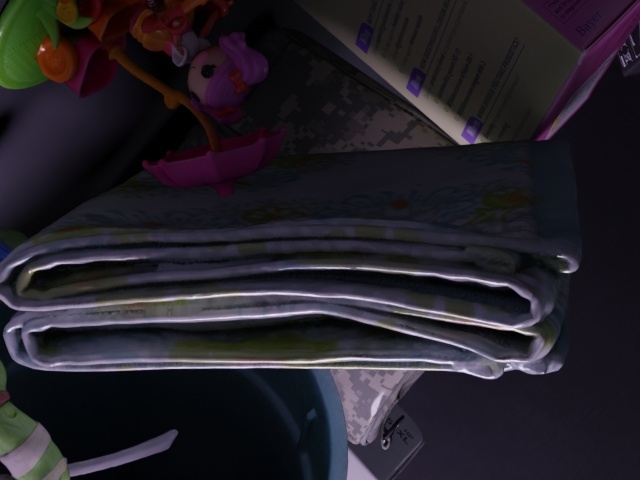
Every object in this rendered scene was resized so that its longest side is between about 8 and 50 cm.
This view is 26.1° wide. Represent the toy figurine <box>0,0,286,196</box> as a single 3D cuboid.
[{"bbox_3d":[-0.084,-0.106,0.798,0.130,0.159,0.173,-37,165,-50],"label":"toy figurine"}]

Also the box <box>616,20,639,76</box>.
[{"bbox_3d":[0.248,-0.304,0.989,0.076,0.307,0.242,-13,169,-13],"label":"box"}]

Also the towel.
[{"bbox_3d":[0.003,-0.003,0.885,0.374,0.320,0.090,-50,139,-75],"label":"towel"}]

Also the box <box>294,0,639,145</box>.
[{"bbox_3d":[0.109,-0.198,1.029,0.117,0.243,0.213,-45,170,-20],"label":"box"}]

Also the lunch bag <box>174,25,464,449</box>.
[{"bbox_3d":[0.000,0.000,1.195,0.256,0.305,0.212,-53,173,-5],"label":"lunch bag"}]

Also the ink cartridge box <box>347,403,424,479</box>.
[{"bbox_3d":[-0.113,0.282,1.733,0.395,0.285,0.166,-45,175,25],"label":"ink cartridge box"}]

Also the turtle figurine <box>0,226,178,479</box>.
[{"bbox_3d":[-0.254,0.131,0.900,0.266,0.198,0.275,-42,166,-10],"label":"turtle figurine"}]

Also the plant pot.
[{"bbox_3d":[-0.157,0.242,1.133,0.341,0.341,0.334,-43,157,-28],"label":"plant pot"}]
